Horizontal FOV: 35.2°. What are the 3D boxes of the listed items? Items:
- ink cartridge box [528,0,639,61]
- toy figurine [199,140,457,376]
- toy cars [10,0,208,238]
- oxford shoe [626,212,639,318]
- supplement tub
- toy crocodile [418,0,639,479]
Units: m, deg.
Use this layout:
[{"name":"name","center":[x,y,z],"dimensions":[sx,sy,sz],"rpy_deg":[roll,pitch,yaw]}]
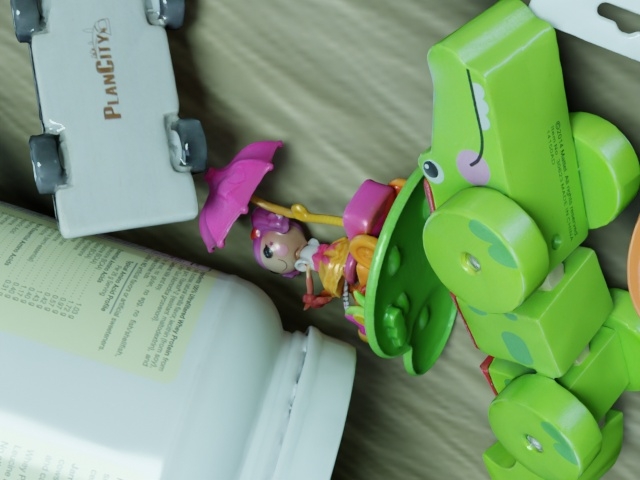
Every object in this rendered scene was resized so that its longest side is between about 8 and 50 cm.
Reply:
[{"name":"ink cartridge box","center":[0.182,-0.180,0.484],"dimensions":[0.104,0.061,0.181],"rpy_deg":[24,123,8]},{"name":"toy figurine","center":[0.000,0.000,0.649],"dimensions":[0.159,0.130,0.173],"rpy_deg":[19,149,26]},{"name":"toy cars","center":[-0.213,-0.155,0.613],"dimensions":[0.394,0.176,0.087],"rpy_deg":[40,160,-4]},{"name":"oxford shoe","center":[0.267,-0.108,0.468],"dimensions":[0.130,0.133,0.363],"rpy_deg":[39,107,10]},{"name":"supplement tub","center":[-0.162,0.110,0.628],"dimensions":[0.325,0.235,0.235],"rpy_deg":[18,124,-2]},{"name":"toy crocodile","center":[0.120,0.028,0.583],"dimensions":[0.105,0.115,0.340],"rpy_deg":[16,138,45]}]
